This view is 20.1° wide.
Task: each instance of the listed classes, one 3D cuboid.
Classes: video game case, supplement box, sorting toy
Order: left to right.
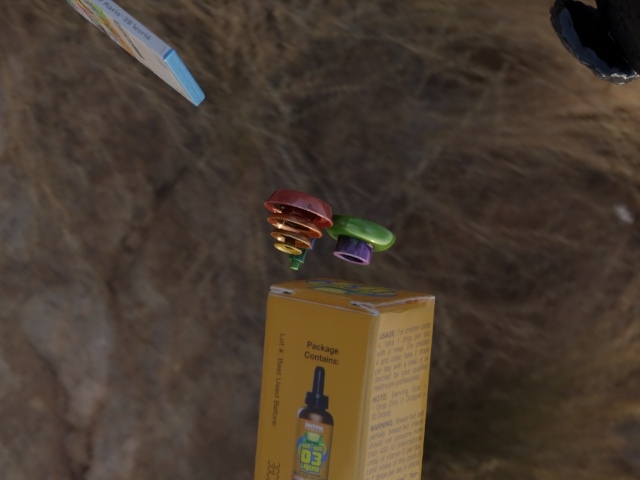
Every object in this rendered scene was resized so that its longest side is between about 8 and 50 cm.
[{"bbox_3d":[-0.181,-0.193,1.637,0.015,0.166,0.119,-50,162,-5],"label":"video game case"},{"bbox_3d":[0.000,0.000,1.239,0.102,0.061,0.042,24,77,-31],"label":"sorting toy"},{"bbox_3d":[0.010,0.141,1.029,0.080,0.078,0.233,-10,107,-55],"label":"supplement box"}]

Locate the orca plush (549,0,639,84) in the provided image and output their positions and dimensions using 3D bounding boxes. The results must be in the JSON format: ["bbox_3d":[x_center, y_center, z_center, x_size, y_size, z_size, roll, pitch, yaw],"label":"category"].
[{"bbox_3d":[0.181,-0.171,0.839,0.151,0.102,0.287,-5,74,-6],"label":"orca plush"}]
